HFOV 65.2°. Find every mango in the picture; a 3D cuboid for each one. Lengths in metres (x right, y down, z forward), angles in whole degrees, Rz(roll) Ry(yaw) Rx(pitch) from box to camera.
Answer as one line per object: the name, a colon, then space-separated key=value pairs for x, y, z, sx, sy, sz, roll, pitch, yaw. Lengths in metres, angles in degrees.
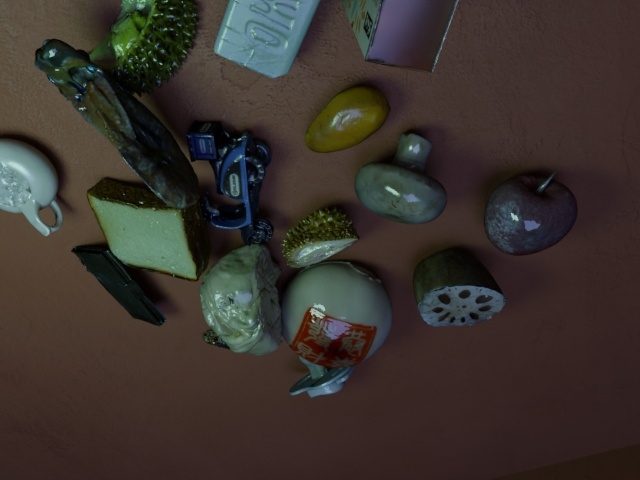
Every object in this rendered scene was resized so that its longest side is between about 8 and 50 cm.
mango: x=0.058 y=-0.292 z=1.224 sx=0.227 sy=0.109 sz=0.147 roll=-26 pitch=149 yaw=16

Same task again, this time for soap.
soap: x=-0.096 y=-0.505 z=1.052 sx=0.173 sy=0.095 sz=0.289 roll=19 pitch=125 yaw=-18

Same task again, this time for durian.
durian: x=-0.398 y=-0.439 z=1.104 sx=0.356 sy=0.157 sz=0.169 roll=-37 pitch=85 yaw=23
durian: x=-0.008 y=-0.009 z=1.434 sx=0.250 sy=0.183 sz=0.137 roll=-32 pitch=87 yaw=24

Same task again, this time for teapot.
teapot: x=-0.771 y=-0.147 z=1.270 sx=0.204 sy=0.139 sz=0.298 roll=-32 pitch=123 yaw=17

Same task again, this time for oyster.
oyster: x=-0.338 y=0.344 z=1.741 sx=0.148 sy=0.051 sz=0.103 roll=-1 pitch=122 yaw=11

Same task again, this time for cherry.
cherry: x=0.566 y=-0.071 z=1.363 sx=0.236 sy=0.212 sz=0.285 roll=14 pitch=136 yaw=-3

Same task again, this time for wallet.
wallet: x=-0.608 y=0.139 z=1.528 sx=0.169 sy=0.044 sz=0.317 roll=3 pitch=134 yaw=37

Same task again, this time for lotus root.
lotus root: x=0.409 y=0.141 z=1.541 sx=0.272 sy=0.192 sz=0.272 roll=-5 pitch=138 yaw=-5

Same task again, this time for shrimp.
shrimp: x=-0.417 y=-0.231 z=1.078 sx=0.110 sy=0.221 sz=0.445 roll=-30 pitch=128 yaw=15

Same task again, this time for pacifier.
pacifier: x=-0.010 y=0.443 z=1.787 sx=0.279 sy=0.227 sz=0.207 roll=-29 pitch=93 yaw=41

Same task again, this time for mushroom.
mushroom: x=0.219 y=-0.160 z=1.296 sx=0.244 sy=0.243 sz=0.243 roll=-2 pitch=128 yaw=-2

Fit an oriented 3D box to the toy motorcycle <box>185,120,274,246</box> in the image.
toy motorcycle: x=-0.236 y=-0.134 z=1.329 sx=0.213 sy=0.125 sz=0.358 roll=3 pitch=126 yaw=5

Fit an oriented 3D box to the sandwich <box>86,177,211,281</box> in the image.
sandwich: x=-0.450 y=-0.023 z=1.363 sx=0.301 sy=0.099 sz=0.271 roll=10 pitch=135 yaw=14

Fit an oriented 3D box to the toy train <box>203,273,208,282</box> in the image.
toy train: x=-0.322 y=0.172 z=1.585 sx=0.099 sy=0.081 sz=0.149 roll=-2 pitch=129 yaw=-1

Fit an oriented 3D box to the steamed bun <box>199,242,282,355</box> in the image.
steamed bun: x=-0.233 y=0.175 z=1.463 sx=0.206 sy=0.319 sz=0.275 roll=-7 pitch=166 yaw=12

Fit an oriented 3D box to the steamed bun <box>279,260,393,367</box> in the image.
steamed bun: x=0.048 y=0.259 z=1.579 sx=0.375 sy=0.241 sz=0.374 roll=-1 pitch=132 yaw=-1

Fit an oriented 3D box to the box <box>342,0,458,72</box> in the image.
box: x=0.151 y=-0.529 z=0.861 sx=0.122 sy=0.385 sz=0.344 roll=7 pitch=128 yaw=-11
